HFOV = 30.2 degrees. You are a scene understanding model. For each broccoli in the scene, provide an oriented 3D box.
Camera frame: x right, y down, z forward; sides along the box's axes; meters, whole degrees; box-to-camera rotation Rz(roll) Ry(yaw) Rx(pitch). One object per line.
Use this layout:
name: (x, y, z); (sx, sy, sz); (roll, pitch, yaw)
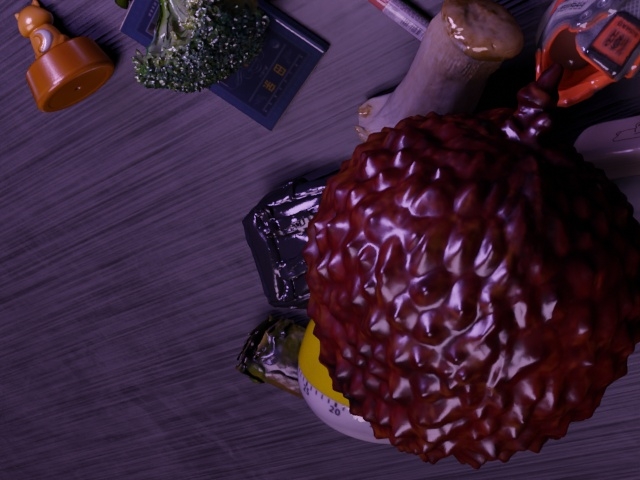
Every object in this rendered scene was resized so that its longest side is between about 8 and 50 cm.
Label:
broccoli: (-0.175, -0.297, 1.573); (0.194, 0.194, 0.219); (35, 161, -8)

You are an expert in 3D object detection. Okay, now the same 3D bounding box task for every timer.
timer: (-0.402, -0.289, 1.781); (0.152, 0.132, 0.132); (57, 137, 4)
timer: (0.104, 0.150, 1.848); (0.285, 0.285, 0.285); (16, 138, 15)

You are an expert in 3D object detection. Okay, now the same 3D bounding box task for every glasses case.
glasses case: (0.416, -0.123, 1.496); (0.196, 0.083, 0.050); (-10, 128, 34)

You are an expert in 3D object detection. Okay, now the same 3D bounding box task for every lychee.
lychee: (0.186, 0.026, 1.409); (0.424, 0.424, 0.500); (16, 106, 14)

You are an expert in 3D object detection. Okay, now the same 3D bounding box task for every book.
book: (-0.140, -0.288, 1.683); (0.269, 0.025, 0.191); (34, 139, -6)

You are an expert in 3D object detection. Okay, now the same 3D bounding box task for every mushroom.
mushroom: (0.146, -0.197, 1.529); (0.123, 0.095, 0.351); (50, 150, 2)

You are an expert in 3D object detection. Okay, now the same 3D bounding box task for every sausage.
sausage: (0.123, -0.281, 1.537); (0.223, 0.029, 0.029); (36, 139, -9)

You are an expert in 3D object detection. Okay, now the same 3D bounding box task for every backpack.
backpack: (0.000, 0.000, 1.795); (0.258, 0.133, 0.206); (-18, 85, 31)

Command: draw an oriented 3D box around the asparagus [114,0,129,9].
asparagus: (-0.281, -0.375, 1.673); (0.021, 0.025, 0.108); (5, 135, -3)

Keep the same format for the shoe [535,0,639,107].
shoe: (0.346, -0.259, 1.326); (0.132, 0.171, 0.336); (37, 140, -9)

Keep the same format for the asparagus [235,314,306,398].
asparagus: (0.044, 0.246, 2.068); (0.382, 0.128, 0.108); (22, 176, 6)
